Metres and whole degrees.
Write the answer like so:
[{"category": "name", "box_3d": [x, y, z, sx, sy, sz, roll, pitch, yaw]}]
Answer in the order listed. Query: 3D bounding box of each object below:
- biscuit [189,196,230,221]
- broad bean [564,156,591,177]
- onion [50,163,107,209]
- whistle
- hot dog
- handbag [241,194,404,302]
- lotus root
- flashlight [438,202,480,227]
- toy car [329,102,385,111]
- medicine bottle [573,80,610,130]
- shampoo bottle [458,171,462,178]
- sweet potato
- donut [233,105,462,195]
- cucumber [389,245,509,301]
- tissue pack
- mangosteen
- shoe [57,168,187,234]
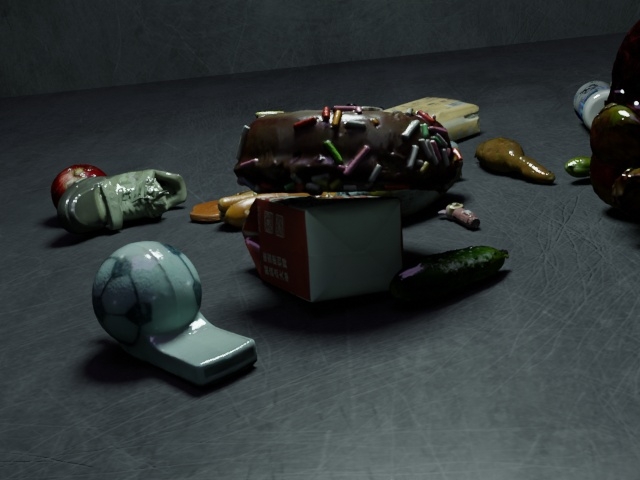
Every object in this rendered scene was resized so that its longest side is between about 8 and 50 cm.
[{"category": "biscuit", "box_3d": [-0.202, -0.061, 1.996, 0.130, 0.019, 0.102, -19, 22, -34]}, {"category": "broad bean", "box_3d": [0.595, -0.155, 1.953, 0.256, 0.052, 0.053, -11, 61, -18]}, {"category": "onion", "box_3d": [-0.496, -0.099, 2.062, 0.131, 0.131, 0.131, -6, 18, 2]}, {"category": "whistle", "box_3d": [-0.215, 0.082, 1.344, 0.163, 0.163, 0.290, -22, 23, -39]}, {"category": "hot dog", "box_3d": [-0.083, -0.081, 1.936, 0.249, 0.068, 0.100, -16, 19, -27]}, {"category": "handbag", "box_3d": [0.000, 0.000, 1.561, 0.171, 0.151, 0.298, -7, 9, -22]}, {"category": "lotus root", "box_3d": [0.133, -0.112, 1.845, 0.322, 0.140, 0.158, -32, 71, -37]}, {"category": "flashlight", "box_3d": [0.253, -0.047, 1.771, 0.052, 0.031, 0.110, -11, 19, -16]}, {"category": "toy car", "box_3d": [0.089, -0.316, 2.591, 0.080, 0.070, 0.171, -23, 26, -40]}, {"category": "medicine bottle", "box_3d": [0.658, -0.317, 2.336, 0.107, 0.107, 0.191, -5, 19, 5]}, {"category": "shampoo bottle", "box_3d": [0.215, -0.147, 2.015, 0.162, 0.079, 0.079, -13, 19, -17]}, {"category": "sweet potato", "box_3d": [0.390, -0.172, 2.041, 0.075, 0.075, 0.269, -14, 22, -22]}, {"category": "donut", "box_3d": [0.058, -0.132, 1.488, 0.345, 0.136, 0.259, -4, 3, -34]}, {"category": "cucumber", "box_3d": [0.196, 0.045, 1.466, 0.227, 0.069, 0.069, -14, 19, -34]}, {"category": "tissue pack", "box_3d": [0.253, -0.282, 2.400, 0.186, 0.090, 0.222, 14, 29, 43]}, {"category": "mangosteen", "box_3d": [0.640, -0.202, 1.622, 0.381, 0.421, 0.381, 27, 4, -2]}, {"category": "shoe", "box_3d": [-0.383, -0.087, 1.985, 0.149, 0.109, 0.293, -3, 13, 28]}]
